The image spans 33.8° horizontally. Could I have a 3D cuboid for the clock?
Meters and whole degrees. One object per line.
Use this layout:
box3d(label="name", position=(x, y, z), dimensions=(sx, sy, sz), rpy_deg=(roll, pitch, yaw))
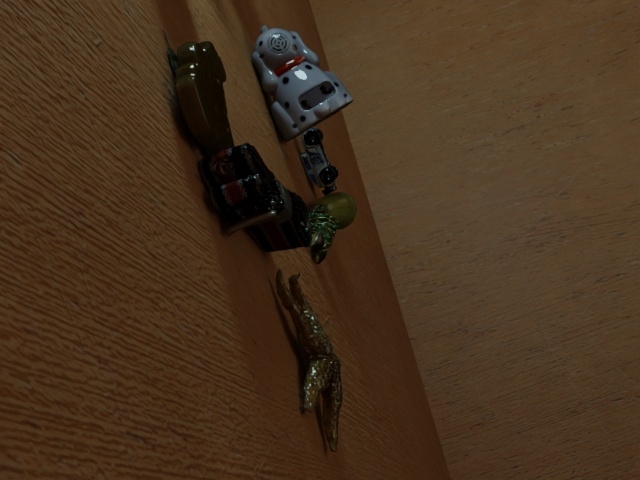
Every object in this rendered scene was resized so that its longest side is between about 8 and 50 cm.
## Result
box3d(label="clock", position=(-0.067, -0.370, 2.384), dimensions=(0.254, 0.189, 0.189), rpy_deg=(56, 9, 2))

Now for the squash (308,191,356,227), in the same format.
box3d(label="squash", position=(0.014, -0.067, 2.484), dimensions=(0.224, 0.094, 0.094), rpy_deg=(-13, 84, -73))

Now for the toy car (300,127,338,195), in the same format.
box3d(label="toy car", position=(-0.006, -0.196, 2.607), dimensions=(0.080, 0.070, 0.171), rpy_deg=(-59, 127, -79))

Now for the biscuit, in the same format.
box3d(label="biscuit", position=(-0.183, -0.233, 1.671), dimensions=(0.320, 0.047, 0.183), rpy_deg=(-95, 169, -54))

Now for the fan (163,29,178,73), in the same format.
box3d(label="fan", position=(-0.229, -0.282, 1.635), dimensions=(0.060, 0.003, 0.080), rpy_deg=(-97, 166, -56))

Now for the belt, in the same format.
box3d(label="belt", position=(-0.094, -0.056, 1.706), dimensions=(0.359, 0.094, 0.126), rpy_deg=(42, 29, -74))

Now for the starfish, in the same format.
box3d(label="starfish", position=(-0.003, 0.210, 1.823), dimensions=(0.299, 0.060, 0.302), rpy_deg=(66, 11, -46))

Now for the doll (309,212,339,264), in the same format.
box3d(label="doll", position=(0.010, -0.004, 2.292), dimensions=(0.078, 0.076, 0.113), rpy_deg=(74, 4, -55))
